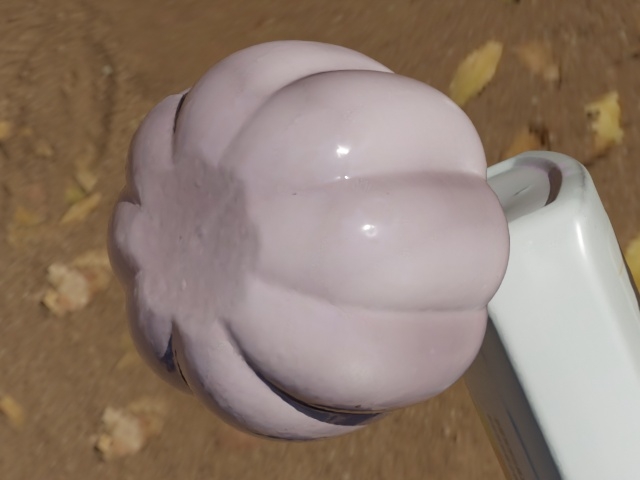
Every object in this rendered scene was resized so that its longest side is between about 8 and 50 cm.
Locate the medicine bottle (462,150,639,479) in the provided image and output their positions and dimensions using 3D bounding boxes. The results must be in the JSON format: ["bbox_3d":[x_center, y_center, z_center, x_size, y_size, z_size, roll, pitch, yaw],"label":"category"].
[{"bbox_3d":[0.147,0.106,1.084,0.111,0.161,0.296,-25,106,2],"label":"medicine bottle"}]

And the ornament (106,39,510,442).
[{"bbox_3d":[0.000,0.000,0.886,0.177,0.177,0.177,1,102,6],"label":"ornament"}]
